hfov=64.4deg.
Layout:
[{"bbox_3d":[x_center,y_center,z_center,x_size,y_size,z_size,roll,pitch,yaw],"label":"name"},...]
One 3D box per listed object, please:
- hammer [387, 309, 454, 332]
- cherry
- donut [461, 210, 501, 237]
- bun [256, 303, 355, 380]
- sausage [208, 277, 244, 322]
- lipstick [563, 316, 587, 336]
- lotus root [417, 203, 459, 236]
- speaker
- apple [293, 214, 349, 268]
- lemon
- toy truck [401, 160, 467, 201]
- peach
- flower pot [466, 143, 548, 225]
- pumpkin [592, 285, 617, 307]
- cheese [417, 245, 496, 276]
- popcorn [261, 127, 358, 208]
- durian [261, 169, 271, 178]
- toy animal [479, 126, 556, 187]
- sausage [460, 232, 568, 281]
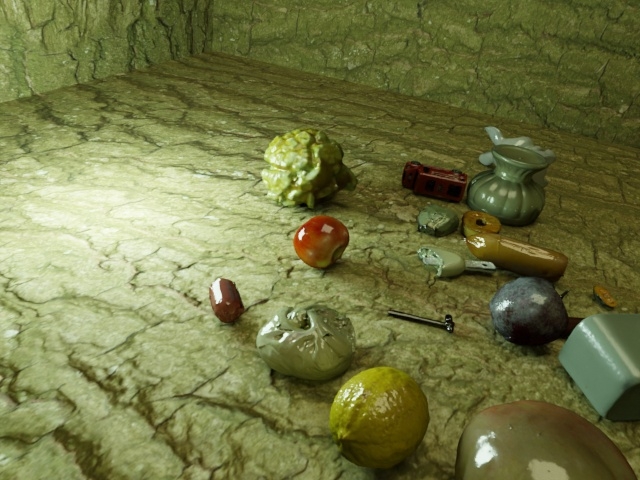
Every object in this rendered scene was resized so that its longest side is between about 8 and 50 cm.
[{"bbox_3d":[0.265,0.207,1.347,0.179,0.021,0.065,10,30,7],"label":"hammer"},{"bbox_3d":[0.535,0.181,1.314,0.195,0.195,0.195,7,31,-4],"label":"cherry"},{"bbox_3d":[0.567,-0.047,1.807,0.152,0.058,0.151,6,32,-4],"label":"donut"},{"bbox_3d":[-0.022,0.217,1.155,0.237,0.116,0.210,-15,39,-33],"label":"bun"},{"bbox_3d":[-0.235,0.147,1.261,0.076,0.076,0.141,-6,36,-23],"label":"sausage"},{"bbox_3d":[0.800,0.245,1.388,0.357,0.057,0.057,5,31,-5],"label":"lipstick"},{"bbox_3d":[0.408,-0.072,1.794,0.143,0.070,0.144,24,34,24],"label":"lotus root"},{"bbox_3d":[0.797,0.296,1.189,0.407,0.183,0.184,2,37,-12],"label":"speaker"},{"bbox_3d":[0.000,0.000,1.484,0.139,0.163,0.163,38,40,22],"label":"apple"},{"bbox_3d":[0.111,0.329,0.951,0.181,0.180,0.193,21,11,20],"label":"lemon"},{"bbox_3d":[0.454,-0.237,2.043,0.253,0.107,0.114,13,30,5],"label":"toy truck"},{"bbox_3d":[0.362,0.400,0.826,0.293,0.247,0.292,7,54,-9],"label":"peach"},{"bbox_3d":[0.739,-0.224,1.970,0.308,0.244,0.307,7,32,-5],"label":"flower pot"},{"bbox_3d":[0.859,0.177,1.543,0.050,0.028,0.083,-1,41,-20],"label":"pumpkin"},{"bbox_3d":[0.429,0.073,1.580,0.235,0.049,0.127,6,28,-8],"label":"cheese"},{"bbox_3d":[-0.047,-0.255,1.792,0.275,0.278,0.335,11,38,42],"label":"popcorn"},{"bbox_3d":[-0.161,-0.247,1.951,0.131,0.052,0.066,6,33,-6],"label":"durian"},{"bbox_3d":[0.856,-0.371,2.294,0.242,0.196,0.367,-2,35,-15],"label":"toy animal"},{"bbox_3d":[0.607,0.044,1.615,0.329,0.112,0.112,18,32,15],"label":"sausage"}]
